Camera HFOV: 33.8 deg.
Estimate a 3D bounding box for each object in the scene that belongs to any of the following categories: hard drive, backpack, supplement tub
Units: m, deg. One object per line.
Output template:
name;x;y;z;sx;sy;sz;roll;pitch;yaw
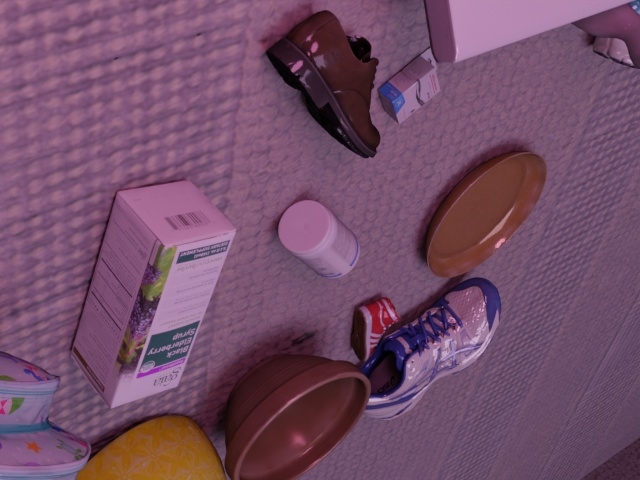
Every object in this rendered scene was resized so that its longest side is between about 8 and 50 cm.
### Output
hard drive;0.225;-0.321;1.094;0.308;0.040;0.203;-23;112;-31
backpack;-0.336;0.187;0.942;0.225;0.253;0.191;18;94;-56
supplement tub;0.000;0.000;1.292;0.071;0.071;0.107;-45;150;1

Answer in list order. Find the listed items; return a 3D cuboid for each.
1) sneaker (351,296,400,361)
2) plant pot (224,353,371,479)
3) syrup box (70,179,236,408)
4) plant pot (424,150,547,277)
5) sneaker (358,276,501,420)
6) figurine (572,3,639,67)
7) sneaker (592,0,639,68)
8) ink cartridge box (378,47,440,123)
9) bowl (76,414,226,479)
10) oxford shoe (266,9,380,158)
sneaker;0.084;0.133;1.591;0.067;0.042;0.118;-25;143;-24
plant pot;-0.052;0.238;1.491;0.237;0.110;0.237;-31;149;-21
syrup box;-0.182;0.059;1.121;0.093;0.096;0.237;-13;138;-42
plant pot;0.240;-0.043;1.569;0.236;0.032;0.236;-30;147;-22
sneaker;0.166;0.172;1.672;0.296;0.112;0.131;-48;150;5
figurine;0.402;-0.287;1.276;0.215;0.209;0.092;-26;146;-27
sneaker;0.498;-0.307;1.485;0.275;0.107;0.110;-14;130;-41
ink cartridge box;0.111;-0.182;1.237;0.083;0.028;0.048;-40;150;-7
bowl;-0.217;0.392;1.401;0.289;0.156;0.289;-38;148;-28
oxford shoe;0.031;-0.160;1.117;0.096;0.083;0.227;-46;152;-4
